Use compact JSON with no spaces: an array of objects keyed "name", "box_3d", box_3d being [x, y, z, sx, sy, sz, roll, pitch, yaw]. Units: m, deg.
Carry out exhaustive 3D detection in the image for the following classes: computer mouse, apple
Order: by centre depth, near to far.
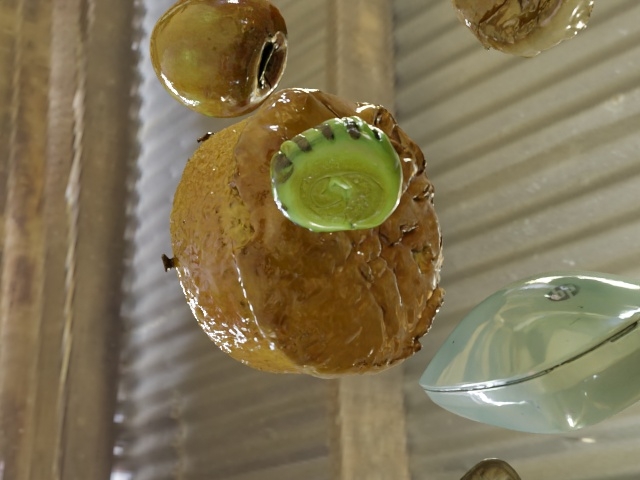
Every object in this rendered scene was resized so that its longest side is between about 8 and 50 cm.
[{"name":"computer mouse","box_3d":[0.172,0.076,0.927,0.097,0.159,0.288,62,-15,-9]},{"name":"apple","box_3d":[-0.083,-0.159,0.942,0.102,0.099,0.114,21,-111,19]}]

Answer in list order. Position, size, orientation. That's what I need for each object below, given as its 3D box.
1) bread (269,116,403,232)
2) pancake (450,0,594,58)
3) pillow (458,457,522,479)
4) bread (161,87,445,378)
[{"name":"bread","box_3d":[0.016,-0.068,1.212,0.139,0.130,0.071,-20,-149,-1]},{"name":"pancake","box_3d":[0.217,-0.368,1.254,0.356,0.065,0.356,174,-90,-69]},{"name":"pillow","box_3d":[0.143,0.335,1.219,0.130,0.217,0.033,54,-14,12]},{"name":"bread","box_3d":[0.000,0.000,1.493,0.215,0.398,0.398,-11,-109,39]}]
